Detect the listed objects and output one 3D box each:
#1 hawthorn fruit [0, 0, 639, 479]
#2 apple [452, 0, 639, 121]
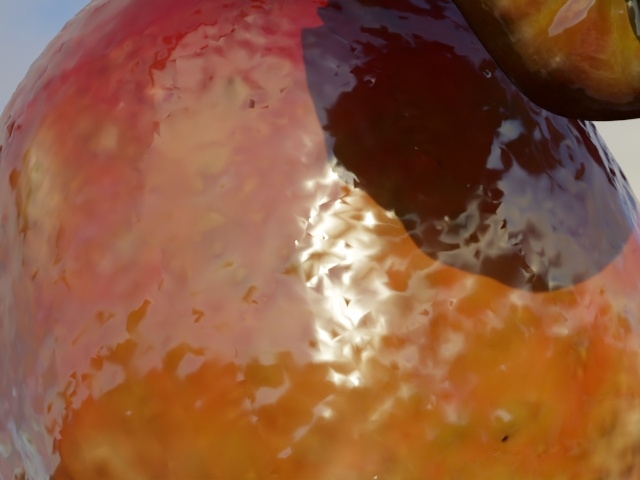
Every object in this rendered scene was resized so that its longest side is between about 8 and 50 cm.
[{"bbox_3d":[0.000,0.000,0.768,0.284,0.369,0.285,-9,1,0],"label":"hawthorn fruit"},{"bbox_3d":[0.098,-0.112,0.578,0.156,0.158,0.147,-16,-45,35],"label":"apple"}]
